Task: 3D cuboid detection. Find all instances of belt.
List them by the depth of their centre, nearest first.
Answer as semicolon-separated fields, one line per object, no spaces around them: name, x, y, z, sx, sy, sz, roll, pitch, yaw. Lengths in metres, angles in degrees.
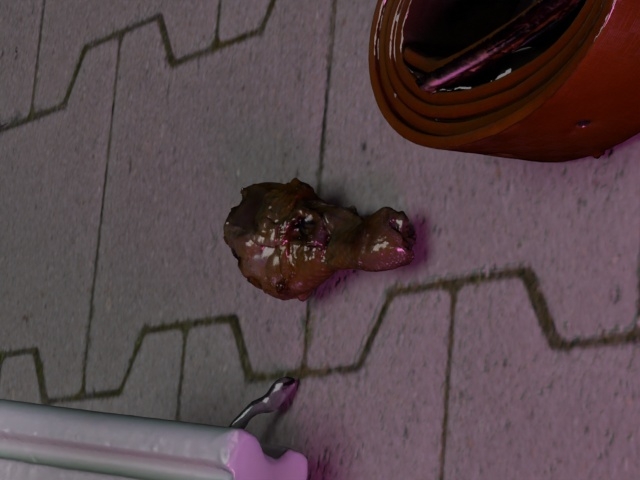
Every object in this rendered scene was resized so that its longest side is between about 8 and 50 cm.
belt;0.137;-0.144;1.214;0.261;0.105;0.184;-31;57;53

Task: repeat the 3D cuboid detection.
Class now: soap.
soap;-0.149;0.208;1.444;0.265;0.087;0.160;2;75;38

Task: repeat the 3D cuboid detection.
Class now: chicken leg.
chicken leg;0.002;0.002;1.424;0.198;0.069;0.085;3;59;51

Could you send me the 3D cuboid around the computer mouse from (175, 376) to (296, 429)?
computer mouse;-0.125;0.250;1.522;0.379;0.090;0.167;-50;52;13
